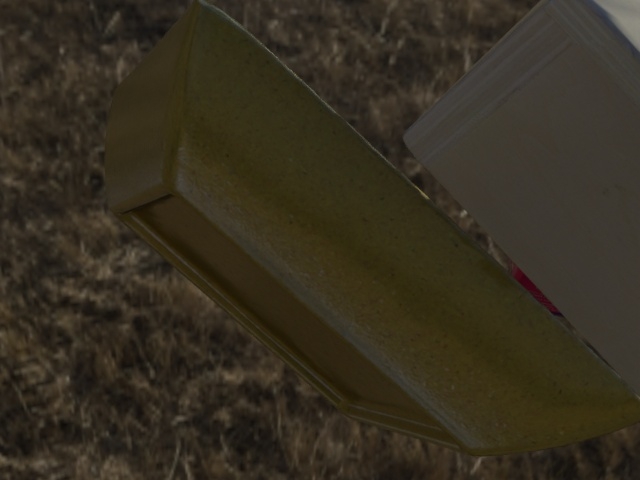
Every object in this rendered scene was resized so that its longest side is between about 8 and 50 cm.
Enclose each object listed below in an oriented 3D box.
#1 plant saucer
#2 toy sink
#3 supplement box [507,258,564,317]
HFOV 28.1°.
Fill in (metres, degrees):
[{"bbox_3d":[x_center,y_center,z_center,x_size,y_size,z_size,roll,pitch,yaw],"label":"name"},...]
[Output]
[{"bbox_3d":[-0.007,0.021,0.804,0.333,0.333,0.081,42,78,-11],"label":"plant saucer"},{"bbox_3d":[0.176,-0.019,0.502,0.234,0.131,0.153,46,57,-2],"label":"toy sink"},{"bbox_3d":[0.183,-0.038,0.739,0.114,0.220,0.111,11,66,0],"label":"supplement box"}]
